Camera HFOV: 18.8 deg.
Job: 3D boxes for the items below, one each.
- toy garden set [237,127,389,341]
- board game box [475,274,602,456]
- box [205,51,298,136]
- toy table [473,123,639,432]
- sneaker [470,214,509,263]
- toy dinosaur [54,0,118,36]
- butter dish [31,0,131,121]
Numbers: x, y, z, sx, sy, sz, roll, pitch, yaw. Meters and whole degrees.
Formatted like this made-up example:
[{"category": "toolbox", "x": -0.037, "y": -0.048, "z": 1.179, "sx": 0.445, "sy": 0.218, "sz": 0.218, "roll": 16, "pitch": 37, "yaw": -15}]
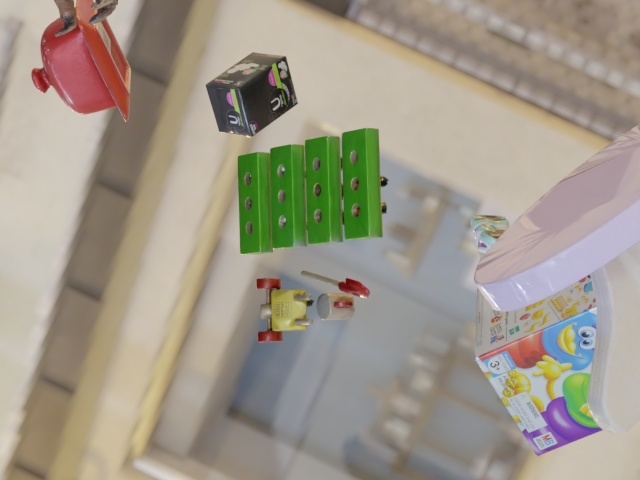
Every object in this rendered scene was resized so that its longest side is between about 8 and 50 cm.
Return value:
[{"category": "toy garden set", "x": 0.000, "y": 0.000, "z": 1.987, "sx": 0.244, "sy": 0.049, "sz": 0.203, "roll": -7, "pitch": 84, "yaw": 56}, {"category": "board game box", "x": 0.311, "y": 0.080, "z": 1.954, "sx": 0.275, "sy": 0.142, "sz": 0.144, "roll": -25, "pitch": 25, "yaw": 19}, {"category": "box", "x": -0.075, "y": -0.160, "z": 2.120, "sx": 0.083, "sy": 0.052, "sz": 0.062, "roll": -38, "pitch": -55, "yaw": -38}, {"category": "toy table", "x": 0.268, "y": 0.014, "z": 1.505, "sx": 0.274, "sy": 0.161, "sz": 0.252, "roll": -37, "pitch": 12, "yaw": -7}, {"category": "sneaker", "x": 0.163, "y": 0.016, "z": 1.870, "sx": 0.098, "sy": 0.038, "sz": 0.069, "roll": -81, "pitch": -6, "yaw": -74}, {"category": "toy dinosaur", "x": -0.256, "y": -0.330, "z": 2.003, "sx": 0.127, "sy": 0.200, "sz": 0.296, "roll": -23, "pitch": 5, "yaw": 33}, {"category": "butter dish", "x": -0.324, "y": -0.230, "z": 2.549, "sx": 0.160, "sy": 0.118, "sz": 0.160, "roll": -99, "pitch": -13, "yaw": -65}]
